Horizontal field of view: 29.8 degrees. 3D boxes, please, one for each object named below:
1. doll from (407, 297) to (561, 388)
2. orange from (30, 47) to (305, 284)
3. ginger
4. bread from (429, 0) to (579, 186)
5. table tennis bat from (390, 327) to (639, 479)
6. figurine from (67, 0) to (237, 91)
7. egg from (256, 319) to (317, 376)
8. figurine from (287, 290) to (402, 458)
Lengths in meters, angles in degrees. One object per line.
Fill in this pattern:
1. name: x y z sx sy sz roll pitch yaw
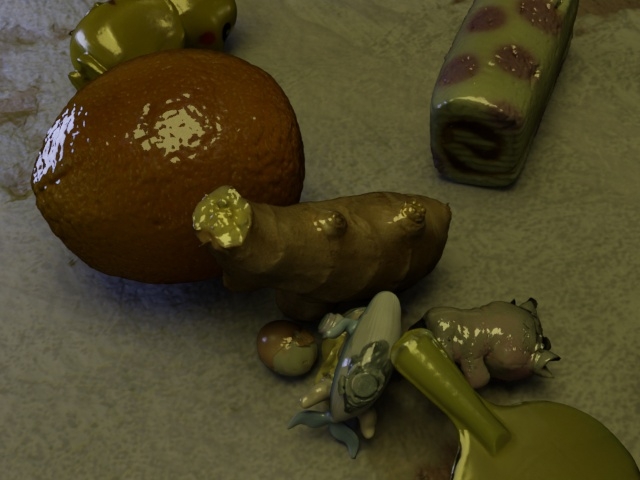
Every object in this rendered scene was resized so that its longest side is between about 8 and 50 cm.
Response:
1. doll: 0.205 0.125 1.527 0.192 0.095 0.149 -2 26 -11
2. orange: -0.199 -0.094 1.602 0.357 0.322 0.322 -11 53 4
3. ginger: -0.013 0.006 1.534 0.376 0.236 0.166 10 70 -25
4. bread: 0.267 -0.254 1.760 0.155 0.187 0.338 16 58 15
5. table tennis bat: 0.215 0.250 1.384 0.224 0.054 0.368 -40 80 -20
6. figurine: -0.253 -0.337 1.897 0.327 0.218 0.169 -31 96 -25
7. egg: -0.047 0.139 1.569 0.083 0.071 0.071 23 57 43
8. figurine: 0.043 0.158 1.500 0.128 0.184 0.208 27 92 -8
